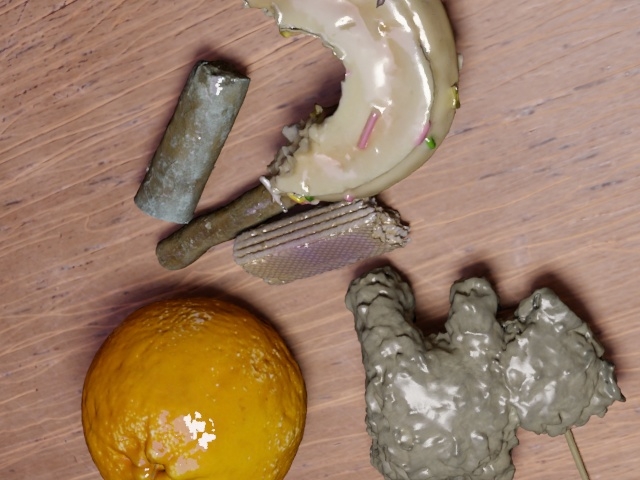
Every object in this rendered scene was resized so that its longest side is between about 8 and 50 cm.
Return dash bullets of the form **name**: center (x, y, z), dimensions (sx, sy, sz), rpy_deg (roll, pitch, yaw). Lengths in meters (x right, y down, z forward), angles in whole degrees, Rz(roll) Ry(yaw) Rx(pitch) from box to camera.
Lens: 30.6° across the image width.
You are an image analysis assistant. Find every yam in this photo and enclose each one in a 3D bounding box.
- **yam**: center (-0.133, -0.027, 1.716), dimensions (0.253, 0.061, 0.061), rpy_deg (-27, 102, 26)
- **yam**: center (-0.182, -0.142, 1.667), dimensions (0.093, 0.093, 0.259), rpy_deg (30, 118, 4)

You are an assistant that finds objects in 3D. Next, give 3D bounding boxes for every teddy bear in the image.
- **teddy bear**: center (0.232, 0.203, 1.647), dimensions (0.367, 0.224, 0.357), rpy_deg (-9, 109, 5)

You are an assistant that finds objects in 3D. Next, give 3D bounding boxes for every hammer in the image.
- **hammer**: center (0.371, 0.324, 1.731), dimensions (0.060, 0.028, 0.195), rpy_deg (-15, 104, 30)

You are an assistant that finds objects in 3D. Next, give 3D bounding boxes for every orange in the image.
- **orange**: center (-0.193, 0.256, 1.728), dimensions (0.340, 0.293, 0.341), rpy_deg (8, 115, 17)

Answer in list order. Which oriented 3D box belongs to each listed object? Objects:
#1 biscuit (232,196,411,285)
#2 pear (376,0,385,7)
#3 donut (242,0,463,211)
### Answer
- **biscuit**: center (0.000, 0.000, 1.663), dimensions (0.239, 0.062, 0.108), rpy_deg (-17, 151, 25)
- **pear**: center (0.082, -0.365, 1.331), dimensions (0.267, 0.267, 0.178), rpy_deg (30, 90, 4)
- **donut**: center (0.031, -0.238, 1.521), dimensions (0.307, 0.150, 0.371), rpy_deg (-9, 110, 21)
